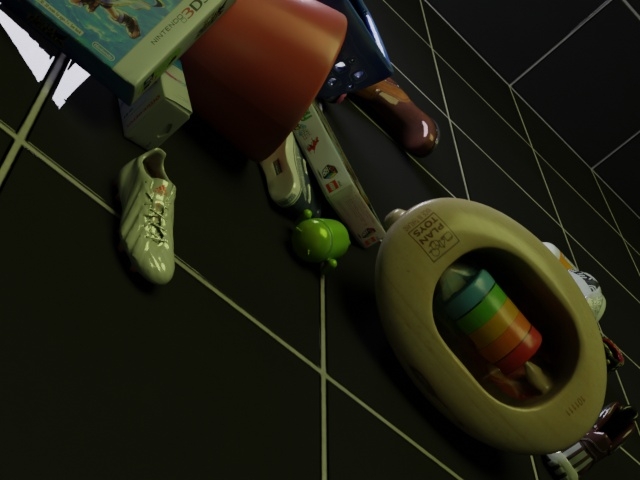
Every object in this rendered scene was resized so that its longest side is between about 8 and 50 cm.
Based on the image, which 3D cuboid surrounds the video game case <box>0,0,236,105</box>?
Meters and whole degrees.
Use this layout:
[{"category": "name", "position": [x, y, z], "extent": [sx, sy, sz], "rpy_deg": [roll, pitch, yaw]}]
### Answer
[{"category": "video game case", "position": [-0.278, -0.352, 1.404], "extent": [0.269, 0.061, 0.244], "rpy_deg": [39, 62, 0]}]

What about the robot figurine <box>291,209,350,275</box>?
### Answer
[{"category": "robot figurine", "position": [0.000, 0.000, 1.596], "extent": [0.115, 0.067, 0.101], "rpy_deg": [-2, 63, -62]}]

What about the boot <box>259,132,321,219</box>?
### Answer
[{"category": "boot", "position": [-0.049, -0.110, 1.697], "extent": [0.086, 0.069, 0.190], "rpy_deg": [40, 30, -42]}]

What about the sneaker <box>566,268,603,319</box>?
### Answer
[{"category": "sneaker", "position": [0.376, 0.081, 1.981], "extent": [0.210, 0.137, 0.366], "rpy_deg": [19, 10, -13]}]

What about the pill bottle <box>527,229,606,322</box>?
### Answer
[{"category": "pill bottle", "position": [0.491, 0.091, 2.273], "extent": [0.245, 0.136, 0.136], "rpy_deg": [43, 23, -15]}]

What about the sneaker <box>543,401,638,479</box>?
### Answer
[{"category": "sneaker", "position": [0.503, 0.335, 1.877], "extent": [0.106, 0.162, 0.281], "rpy_deg": [51, 23, 2]}]

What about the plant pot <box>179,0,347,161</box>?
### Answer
[{"category": "plant pot", "position": [-0.130, -0.294, 1.594], "extent": [0.243, 0.275, 0.275], "rpy_deg": [31, 27, -17]}]

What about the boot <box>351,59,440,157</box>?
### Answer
[{"category": "boot", "position": [0.122, -0.317, 2.288], "extent": [0.280, 0.096, 0.264], "rpy_deg": [28, 31, -41]}]

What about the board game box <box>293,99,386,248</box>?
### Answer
[{"category": "board game box", "position": [0.007, -0.152, 1.794], "extent": [0.305, 0.053, 0.193], "rpy_deg": [65, 7, 31]}]

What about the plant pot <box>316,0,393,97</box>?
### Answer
[{"category": "plant pot", "position": [-0.023, -0.395, 1.946], "extent": [0.236, 0.212, 0.236], "rpy_deg": [51, 18, -40]}]

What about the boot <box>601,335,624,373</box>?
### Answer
[{"category": "boot", "position": [0.435, 0.238, 1.880], "extent": [0.236, 0.178, 0.085], "rpy_deg": [12, 44, -58]}]

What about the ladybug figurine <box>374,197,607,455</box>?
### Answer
[{"category": "ladybug figurine", "position": [0.248, 0.131, 1.627], "extent": [0.449, 0.305, 0.162], "rpy_deg": [53, -17, -2]}]

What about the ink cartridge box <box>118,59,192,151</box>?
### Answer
[{"category": "ink cartridge box", "position": [-0.231, -0.196, 1.446], "extent": [0.052, 0.088, 0.122], "rpy_deg": [30, 30, -41]}]

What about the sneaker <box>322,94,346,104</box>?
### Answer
[{"category": "sneaker", "position": [-0.005, -0.342, 2.135], "extent": [0.074, 0.063, 0.170], "rpy_deg": [24, 28, -47]}]

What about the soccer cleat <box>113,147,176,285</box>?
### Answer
[{"category": "soccer cleat", "position": [-0.204, -0.033, 1.256], "extent": [0.068, 0.076, 0.196], "rpy_deg": [28, 31, -41]}]
